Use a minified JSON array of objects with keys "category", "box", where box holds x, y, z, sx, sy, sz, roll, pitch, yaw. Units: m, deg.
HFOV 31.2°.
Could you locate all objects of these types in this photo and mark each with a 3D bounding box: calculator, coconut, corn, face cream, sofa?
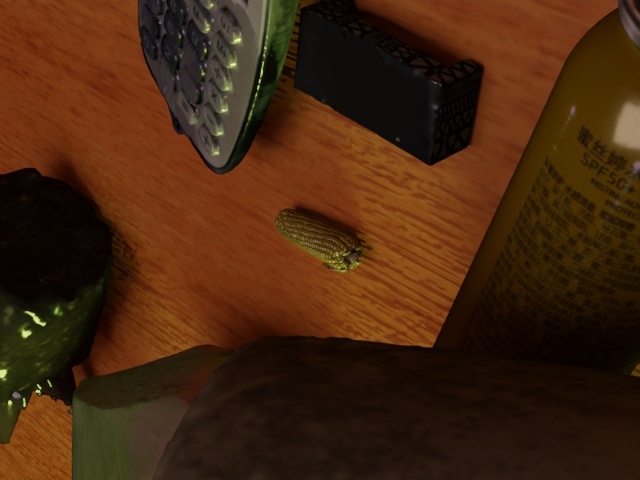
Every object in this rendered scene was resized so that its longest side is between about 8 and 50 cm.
[{"category":"calculator","box":[-0.076,-0.163,0.758,0.177,0.040,0.268,59,147,26]},{"category":"coconut","box":[-0.094,0.180,0.891,0.236,0.236,0.204,41,98,26]},{"category":"corn","box":[0.000,0.000,0.806,0.083,0.027,0.028,27,124,41]},{"category":"face cream","box":[0.138,0.001,0.577,0.105,0.105,0.348,43,140,24]},{"category":"sofa","box":[0.038,-0.099,0.689,0.118,0.039,0.060,33,136,32]}]

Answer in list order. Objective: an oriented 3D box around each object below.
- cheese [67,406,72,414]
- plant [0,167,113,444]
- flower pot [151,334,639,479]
[{"category":"cheese","box":[-0.232,0.206,1.201,0.060,0.041,0.084,-37,63,46]},{"category":"plant","box":[-0.322,0.070,1.113,0.194,0.182,0.320,54,137,15]},{"category":"flower pot","box":[0.093,0.183,0.499,0.330,0.293,0.293,16,128,14]}]
